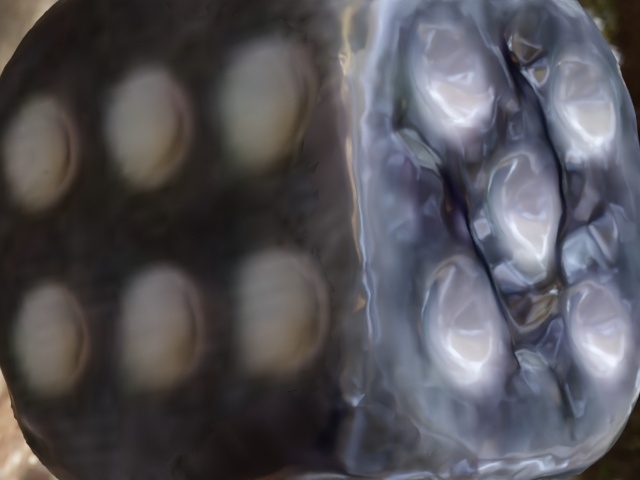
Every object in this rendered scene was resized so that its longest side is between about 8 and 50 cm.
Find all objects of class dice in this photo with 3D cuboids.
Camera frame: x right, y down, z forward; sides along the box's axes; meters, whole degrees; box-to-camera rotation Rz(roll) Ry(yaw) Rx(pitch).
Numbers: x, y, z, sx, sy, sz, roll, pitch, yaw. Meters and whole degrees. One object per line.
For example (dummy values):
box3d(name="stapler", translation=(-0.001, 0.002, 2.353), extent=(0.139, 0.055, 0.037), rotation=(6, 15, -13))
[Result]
box3d(name="dice", translation=(0.000, 0.000, 0.575), extent=(0.182, 0.183, 0.181), rotation=(-10, -99, 41))
